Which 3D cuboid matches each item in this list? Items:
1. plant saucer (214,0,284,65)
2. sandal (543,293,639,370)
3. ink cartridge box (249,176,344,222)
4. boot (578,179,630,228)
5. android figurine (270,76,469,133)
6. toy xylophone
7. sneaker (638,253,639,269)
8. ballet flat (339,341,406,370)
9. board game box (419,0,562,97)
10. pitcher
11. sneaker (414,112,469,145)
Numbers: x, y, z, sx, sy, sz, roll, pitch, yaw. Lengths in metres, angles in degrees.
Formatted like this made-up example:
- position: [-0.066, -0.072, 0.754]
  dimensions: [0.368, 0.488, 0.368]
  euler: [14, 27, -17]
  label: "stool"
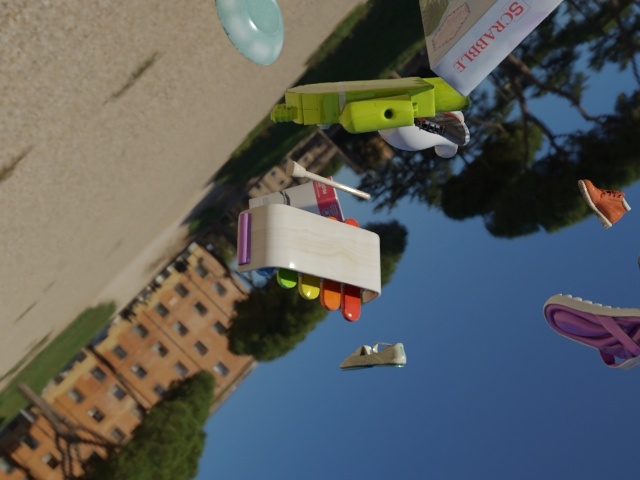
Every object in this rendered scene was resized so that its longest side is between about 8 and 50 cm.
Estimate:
- position: [-0.121, -0.433, 1.529]
  dimensions: [0.037, 0.195, 0.195]
  euler: [-16, -158, 34]
  label: "plant saucer"
- position: [0.668, 0.232, 1.827]
  dimensions: [0.102, 0.169, 0.416]
  euler: [-38, -156, -23]
  label: "sandal"
- position: [-0.059, -0.053, 2.177]
  dimensions: [0.237, 0.172, 0.100]
  euler: [-15, -138, 3]
  label: "ink cartridge box"
- position: [0.687, -0.106, 1.950]
  dimensions: [0.084, 0.158, 0.059]
  euler: [-36, -150, 21]
  label: "boot"
- position: [0.066, -0.195, 1.134]
  dimensions: [0.272, 0.056, 0.248]
  euler: [-6, -164, 0]
  label: "android figurine"
- position: [0.000, 0.000, 1.470]
  dimensions: [0.081, 0.322, 0.236]
  euler: [-24, -130, 46]
  label: "toy xylophone"
- position: [1.022, -0.042, 2.083]
  dimensions: [0.447, 0.169, 0.258]
  euler: [-15, -138, 8]
  label: "sneaker"
- position: [0.105, 0.230, 1.602]
  dimensions: [0.168, 0.053, 0.057]
  euler: [-13, 166, 43]
  label: "ballet flat"
- position: [0.261, -0.382, 1.044]
  dimensions: [0.319, 0.065, 0.318]
  euler: [-45, -157, 28]
  label: "board game box"
- position: [0.232, -0.280, 1.772]
  dimensions: [0.125, 0.207, 0.178]
  euler: [36, -67, 46]
  label: "pitcher"
- position: [0.212, -0.224, 1.543]
  dimensions: [0.065, 0.158, 0.061]
  euler: [-39, 156, -30]
  label: "sneaker"
